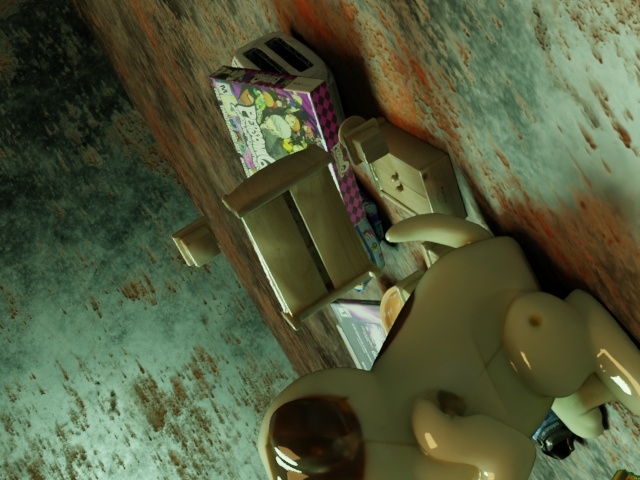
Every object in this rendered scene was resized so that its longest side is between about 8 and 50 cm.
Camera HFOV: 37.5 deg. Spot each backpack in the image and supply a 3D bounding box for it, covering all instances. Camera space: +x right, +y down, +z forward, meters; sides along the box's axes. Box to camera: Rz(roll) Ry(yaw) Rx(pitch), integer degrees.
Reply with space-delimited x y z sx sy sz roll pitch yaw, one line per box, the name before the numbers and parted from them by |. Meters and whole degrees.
backpack | 0.049 -0.006 1.600 0.173 0.117 0.158 49 163 41

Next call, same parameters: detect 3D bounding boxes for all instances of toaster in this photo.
toaster | -0.054 -0.227 1.482 0.227 0.129 0.146 47 158 40

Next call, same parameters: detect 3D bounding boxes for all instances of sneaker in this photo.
sneaker | 0.306 0.240 1.302 0.152 0.058 0.084 61 174 -28

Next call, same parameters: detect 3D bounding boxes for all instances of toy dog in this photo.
toy dog | 0.123 0.187 1.098 0.395 0.408 0.284 58 166 4

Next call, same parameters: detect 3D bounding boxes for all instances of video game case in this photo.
video game case | -0.048 -0.138 1.382 0.210 0.042 0.232 17 137 40
video game case | 0.146 0.193 1.692 0.274 0.026 0.196 -1 120 54

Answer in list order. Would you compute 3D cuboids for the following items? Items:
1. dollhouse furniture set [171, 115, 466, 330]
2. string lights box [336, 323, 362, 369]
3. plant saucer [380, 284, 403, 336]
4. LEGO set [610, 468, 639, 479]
dollhouse furniture set | 0.000 0.000 1.268 0.174 0.355 0.303 41 159 56
string lights box | 0.134 0.242 1.927 0.133 0.077 0.259 64 166 -18
plant saucer | 0.182 0.149 1.509 0.200 0.037 0.200 32 140 31
LEGO set | 0.352 0.407 0.984 0.331 0.192 0.255 39 164 -1
